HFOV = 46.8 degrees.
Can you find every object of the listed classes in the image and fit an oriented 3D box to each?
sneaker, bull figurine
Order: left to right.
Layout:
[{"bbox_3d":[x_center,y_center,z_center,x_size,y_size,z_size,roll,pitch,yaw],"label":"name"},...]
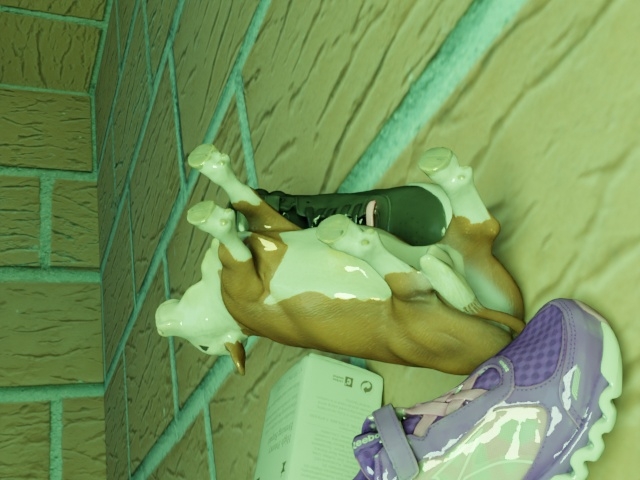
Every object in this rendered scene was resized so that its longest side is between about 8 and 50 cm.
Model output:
[{"bbox_3d":[-0.006,0.026,0.539,0.188,0.311,0.101,61,-140,-43],"label":"bull figurine"},{"bbox_3d":[0.000,0.000,0.655,0.296,0.147,0.104,178,96,-65],"label":"sneaker"},{"bbox_3d":[0.078,0.127,0.447,0.236,0.105,0.095,-56,11,13],"label":"sneaker"}]

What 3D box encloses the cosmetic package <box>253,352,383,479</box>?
[{"bbox_3d":[-0.012,0.234,0.663,0.117,0.086,0.231,127,158,-53],"label":"cosmetic package"}]
